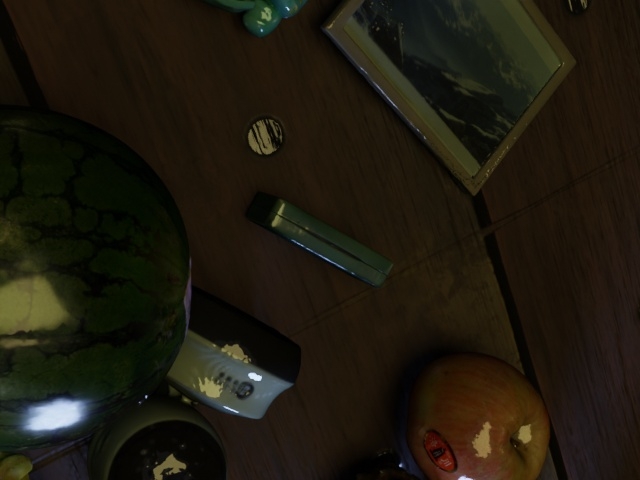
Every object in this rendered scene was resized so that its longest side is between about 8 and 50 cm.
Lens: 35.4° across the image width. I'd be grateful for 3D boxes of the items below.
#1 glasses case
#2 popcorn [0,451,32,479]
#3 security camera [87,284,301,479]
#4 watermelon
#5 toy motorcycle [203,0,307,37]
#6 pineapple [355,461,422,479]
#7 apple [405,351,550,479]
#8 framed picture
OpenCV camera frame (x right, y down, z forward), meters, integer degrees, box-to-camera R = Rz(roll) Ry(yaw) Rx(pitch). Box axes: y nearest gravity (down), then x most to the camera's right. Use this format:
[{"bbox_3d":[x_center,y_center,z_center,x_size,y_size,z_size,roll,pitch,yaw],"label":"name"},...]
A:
[{"bbox_3d":[0.000,0.000,1.248,0.184,0.078,0.039,29,87,-27],"label":"glasses case"},{"bbox_3d":[-0.384,0.299,1.079,0.187,0.167,0.185,-47,116,-14],"label":"popcorn"},{"bbox_3d":[-0.163,0.202,1.151,0.197,0.191,0.277,31,87,-28],"label":"security camera"},{"bbox_3d":[-0.305,0.034,0.971,0.363,0.363,0.363,-5,103,-24],"label":"watermelon"},{"bbox_3d":[-0.050,-0.339,1.141,0.296,0.109,0.198,-25,121,-26],"label":"toy motorcycle"},{"bbox_3d":[0.030,0.464,1.307,0.175,0.175,0.361,38,83,-26],"label":"pineapple"},{"bbox_3d":[0.204,0.251,1.339,0.209,0.164,0.210,1,89,-50],"label":"apple"},{"bbox_3d":[0.177,-0.251,1.290,0.247,0.022,0.335,-51,124,-8],"label":"framed picture"}]
